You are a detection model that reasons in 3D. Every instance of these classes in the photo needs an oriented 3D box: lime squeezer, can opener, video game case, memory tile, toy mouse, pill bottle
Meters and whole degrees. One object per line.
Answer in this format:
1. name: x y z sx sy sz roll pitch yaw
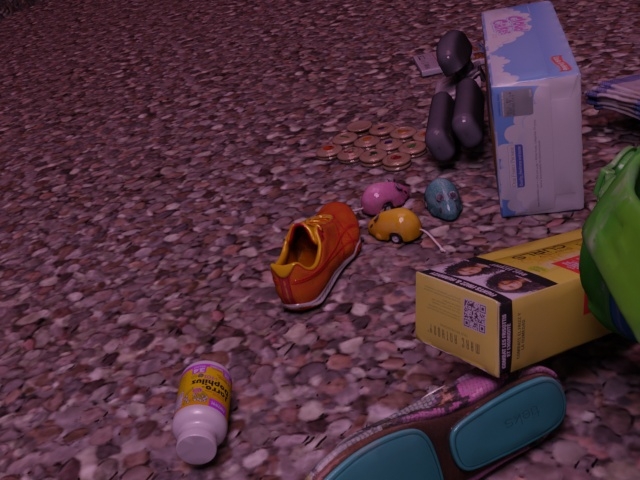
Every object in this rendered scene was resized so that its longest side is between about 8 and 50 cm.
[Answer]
1. lime squeezer: 0.328 -0.057 0.785 0.110 0.058 0.310 -5 30 15
2. can opener: 0.171 -0.192 1.038 0.074 0.093 0.280 -28 24 25
3. video game case: 0.218 -0.296 1.286 0.122 0.011 0.087 -11 29 2
4. memory tile: 0.076 -0.129 1.050 0.148 0.012 0.113 13 38 38
5. toy mouse: 0.100 -0.048 0.881 0.161 0.031 0.143 11 37 36
6. pill bottle: -0.094 0.136 0.626 0.044 0.043 0.083 -11 30 4

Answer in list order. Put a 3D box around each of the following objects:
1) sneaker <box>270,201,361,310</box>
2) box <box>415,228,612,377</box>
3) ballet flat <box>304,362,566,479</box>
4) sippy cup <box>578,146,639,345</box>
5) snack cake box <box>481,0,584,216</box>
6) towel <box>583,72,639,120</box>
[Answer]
1. sneaker: 0.000 0.000 0.803 0.064 0.067 0.175 -4 29 19
2. box: 0.187 0.037 0.611 0.232 0.058 0.087 -11 19 -32
3. ballet flat: 0.069 0.140 0.540 0.222 0.076 0.079 -22 11 -26
4. sippy cup: 0.312 0.042 0.456 0.306 0.240 0.224 -22 47 -5
5. snack cake box: 0.235 -0.158 0.898 0.089 0.152 0.264 -6 30 12
6. towel: 0.472 -0.146 0.887 0.209 0.034 0.285 -15 30 -26
